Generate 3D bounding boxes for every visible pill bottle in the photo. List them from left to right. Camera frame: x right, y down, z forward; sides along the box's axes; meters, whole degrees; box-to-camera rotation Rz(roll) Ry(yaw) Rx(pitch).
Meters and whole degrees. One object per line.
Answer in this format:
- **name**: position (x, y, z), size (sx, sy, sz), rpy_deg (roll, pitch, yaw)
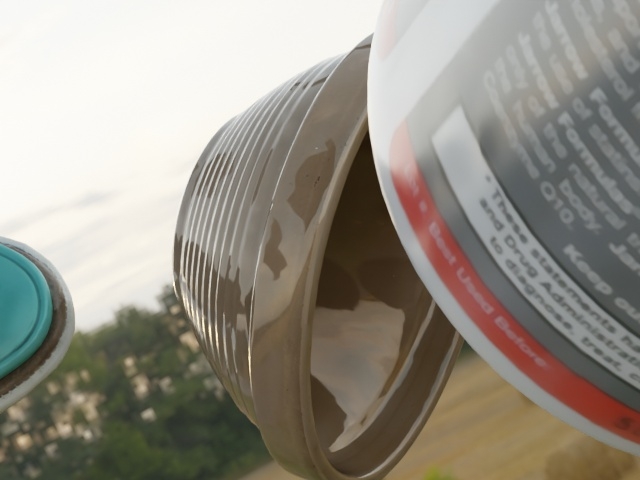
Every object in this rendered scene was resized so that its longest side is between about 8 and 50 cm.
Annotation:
- **pill bottle**: position (0.162, -0.090, 0.341), size (0.210, 0.210, 0.363), rpy_deg (-26, -11, -26)

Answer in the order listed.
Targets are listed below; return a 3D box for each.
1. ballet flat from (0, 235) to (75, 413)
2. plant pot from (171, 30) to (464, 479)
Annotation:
- **ballet flat**: position (-0.323, 0.092, 0.840), size (0.400, 0.139, 0.139), rpy_deg (-15, -7, -9)
- **plant pot**: position (0.000, 0.000, 0.819), size (0.109, 0.237, 0.237), rpy_deg (15, 15, 24)
